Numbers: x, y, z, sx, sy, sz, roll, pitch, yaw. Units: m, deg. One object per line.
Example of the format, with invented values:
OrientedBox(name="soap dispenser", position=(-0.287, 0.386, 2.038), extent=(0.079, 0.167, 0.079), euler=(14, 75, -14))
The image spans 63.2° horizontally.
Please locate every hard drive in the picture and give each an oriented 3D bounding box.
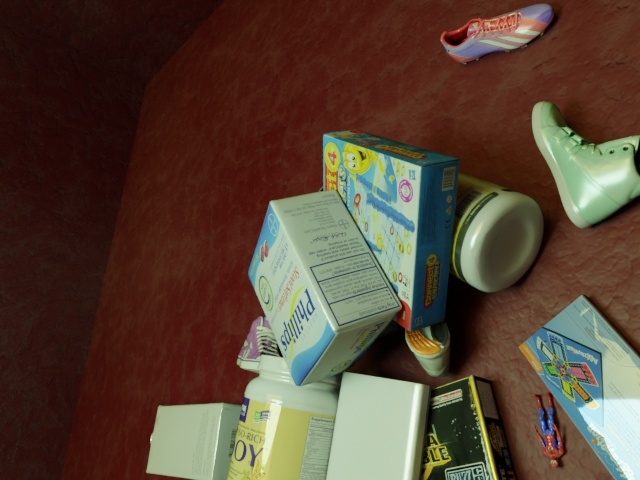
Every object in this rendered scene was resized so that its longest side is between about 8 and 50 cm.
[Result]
OrientedBox(name="hard drive", position=(0.099, 0.424, 0.988), extent=(0.210, 0.040, 0.319), euler=(-7, 68, 49))

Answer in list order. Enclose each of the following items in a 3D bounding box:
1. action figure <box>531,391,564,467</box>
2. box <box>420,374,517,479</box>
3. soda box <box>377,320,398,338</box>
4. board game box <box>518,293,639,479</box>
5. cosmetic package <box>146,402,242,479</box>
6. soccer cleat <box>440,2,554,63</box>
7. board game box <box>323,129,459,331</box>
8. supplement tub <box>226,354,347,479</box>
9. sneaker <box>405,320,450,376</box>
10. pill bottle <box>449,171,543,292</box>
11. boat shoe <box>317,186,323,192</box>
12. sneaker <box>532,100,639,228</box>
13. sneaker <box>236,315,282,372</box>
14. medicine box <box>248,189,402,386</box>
OrientedBox(name="action figure", position=(0.372, 0.309, 0.851), extent=(0.038, 0.030, 0.115), euler=(-24, 57, 36))
OrientedBox(name="box", position=(0.196, 0.424, 0.967), extent=(0.322, 0.079, 0.257), euler=(-33, 51, 37))
OrientedBox(name="soda box", position=(0.107, 0.081, 1.227), extent=(0.091, 0.098, 0.287), euler=(-29, 51, 39))
OrientedBox(name="board game box", position=(0.444, 0.233, 0.801), extent=(0.145, 0.027, 0.281), euler=(-48, 42, 22))
OrientedBox(name="cosmetic package", position=(-0.329, 0.567, 1.467), extent=(0.365, 0.155, 0.197), euler=(-19, 58, 45))
OrientedBox(name="soccer cleat", position=(0.387, -0.467, 1.159), extent=(0.248, 0.095, 0.083), euler=(-5, 68, 50))
OrientedBox(name="board game box", position=(0.117, -0.033, 0.999), extent=(0.302, 0.086, 0.309), euler=(32, 129, 53))
OrientedBox(name="supplement tub", position=(-0.066, 0.436, 1.143), extent=(0.241, 0.241, 0.332), euler=(-7, 67, 49))
OrientedBox(name="sneaker", position=(0.211, 0.164, 1.066), extent=(0.099, 0.121, 0.263), euler=(-11, 36, 13))
OrientedBox(name="pill bottle", position=(0.251, -0.046, 1.040), extent=(0.334, 0.187, 0.188), euler=(36, 101, 52))
OrientedBox(name="boat shoe", position=(0.080, -0.156, 1.398), extent=(0.207, 0.073, 0.073), euler=(-35, 47, 34))
OrientedBox(name="sneaker", position=(0.474, -0.164, 0.902), extent=(0.151, 0.094, 0.256), euler=(-35, 57, 43))
OrientedBox(name="sneaker", position=(-0.152, 0.278, 1.402), extent=(0.282, 0.102, 0.161), euler=(-10, 58, 66))
OrientedBox(name="medicine box", position=(-0.009, 0.096, 1.038), extent=(0.289, 0.149, 0.264), euler=(63, 150, 26))
